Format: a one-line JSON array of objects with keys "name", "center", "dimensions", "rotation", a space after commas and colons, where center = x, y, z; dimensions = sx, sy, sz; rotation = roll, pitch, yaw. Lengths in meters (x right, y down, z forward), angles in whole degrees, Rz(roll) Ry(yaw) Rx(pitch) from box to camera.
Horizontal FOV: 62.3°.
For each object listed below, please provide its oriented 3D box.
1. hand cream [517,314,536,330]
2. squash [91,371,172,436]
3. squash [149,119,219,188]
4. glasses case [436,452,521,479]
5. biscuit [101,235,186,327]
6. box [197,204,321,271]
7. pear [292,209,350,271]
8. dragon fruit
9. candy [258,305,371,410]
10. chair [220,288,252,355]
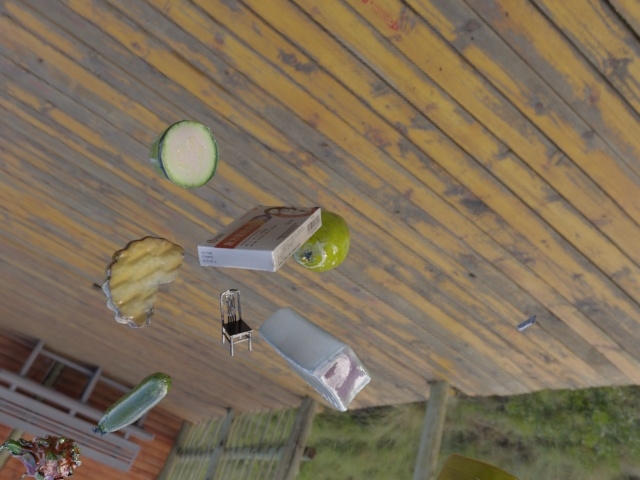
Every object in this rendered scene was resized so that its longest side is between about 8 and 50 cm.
[{"name": "hand cream", "center": [0.607, 0.246, 1.566], "dimensions": [0.019, 0.030, 0.093], "rotation": [30, 153, 9]}, {"name": "squash", "center": [-0.545, 0.479, 1.537], "dimensions": [0.332, 0.087, 0.087], "rotation": [-39, 119, 18]}, {"name": "squash", "center": [-0.348, -0.215, 1.330], "dimensions": [0.123, 0.170, 0.170], "rotation": [11, 150, 49]}, {"name": "glasses case", "center": [0.471, 0.748, 1.591], "dimensions": [0.173, 0.141, 0.371], "rotation": [37, 160, -4]}, {"name": "biscuit", "center": [-0.329, 0.063, 0.960], "dimensions": [0.118, 0.183, 0.061], "rotation": [40, 143, -19]}, {"name": "box", "center": [-0.154, -0.017, 1.466], "dimensions": [0.215, 0.353, 0.069], "rotation": [3, 110, 19]}, {"name": "pear", "center": [0.000, 0.000, 1.808], "dimensions": [0.213, 0.269, 0.212], "rotation": [8, 114, 19]}, {"name": "dragon fruit", "center": [-0.850, 0.659, 1.607], "dimensions": [0.236, 0.137, 0.135], "rotation": [16, 146, -31]}, {"name": "candy", "center": [-0.024, 0.353, 1.644], "dimensions": [0.359, 0.145, 0.208], "rotation": [22, 153, 56]}, {"name": "chair", "center": [-0.295, 0.282, 1.845], "dimensions": [0.101, 0.084, 0.212], "rotation": [36, 130, 49]}]
